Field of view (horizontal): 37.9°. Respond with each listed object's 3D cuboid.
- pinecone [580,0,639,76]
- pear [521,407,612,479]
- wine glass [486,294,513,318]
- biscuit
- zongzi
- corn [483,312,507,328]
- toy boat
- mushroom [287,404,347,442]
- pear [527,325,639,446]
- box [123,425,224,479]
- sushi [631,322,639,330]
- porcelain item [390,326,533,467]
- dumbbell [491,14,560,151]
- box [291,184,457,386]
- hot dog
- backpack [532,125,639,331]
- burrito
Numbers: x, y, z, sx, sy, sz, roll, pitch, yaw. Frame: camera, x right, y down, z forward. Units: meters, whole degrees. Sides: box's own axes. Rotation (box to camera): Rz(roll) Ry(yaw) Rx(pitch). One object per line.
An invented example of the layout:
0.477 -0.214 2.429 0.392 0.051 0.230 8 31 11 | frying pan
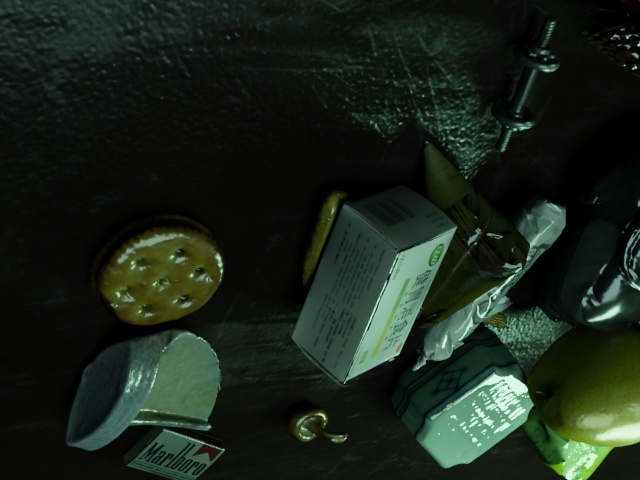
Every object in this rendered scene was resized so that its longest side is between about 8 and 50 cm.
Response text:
0.563 -0.399 1.494 0.246 0.246 0.292 23 95 -43 | pinecone
0.692 0.479 2.412 0.282 0.176 0.286 -42 138 7 | pear
0.323 0.152 1.952 0.155 0.072 0.072 -39 138 6 | wine glass
-0.261 0.053 1.504 0.220 0.066 0.221 -16 136 -17 | biscuit
0.197 -0.004 1.713 0.274 0.145 0.300 -37 105 28 | zongzi
0.371 0.167 2.021 0.092 0.037 0.037 21 115 -44 | corn
-0.296 0.252 1.656 0.293 0.111 0.276 -9 133 -42 | toy boat
-0.007 0.392 1.964 0.129 0.073 0.088 19 106 -3 | mushroom
0.600 0.307 1.983 0.285 0.285 0.336 -53 156 20 | pear
-0.289 0.419 1.850 0.115 0.036 0.177 -45 137 12 | box
0.759 0.287 2.241 0.218 0.238 0.225 -13 123 -13 | sushi
0.317 0.345 2.064 0.281 0.157 0.286 -39 137 2 | porcelain item
0.346 -0.260 1.576 0.081 0.082 0.254 -6 131 -27 | dumbbell
0.091 0.083 1.658 0.173 0.145 0.333 -19 140 -44 | box
0.000 0.000 1.630 0.066 0.047 0.216 -39 153 -44 | hot dog
0.615 -0.001 1.866 0.363 0.255 0.446 23 107 -39 | backpack
0.320 0.087 1.848 0.101 0.139 0.445 38 107 0 | burrito
